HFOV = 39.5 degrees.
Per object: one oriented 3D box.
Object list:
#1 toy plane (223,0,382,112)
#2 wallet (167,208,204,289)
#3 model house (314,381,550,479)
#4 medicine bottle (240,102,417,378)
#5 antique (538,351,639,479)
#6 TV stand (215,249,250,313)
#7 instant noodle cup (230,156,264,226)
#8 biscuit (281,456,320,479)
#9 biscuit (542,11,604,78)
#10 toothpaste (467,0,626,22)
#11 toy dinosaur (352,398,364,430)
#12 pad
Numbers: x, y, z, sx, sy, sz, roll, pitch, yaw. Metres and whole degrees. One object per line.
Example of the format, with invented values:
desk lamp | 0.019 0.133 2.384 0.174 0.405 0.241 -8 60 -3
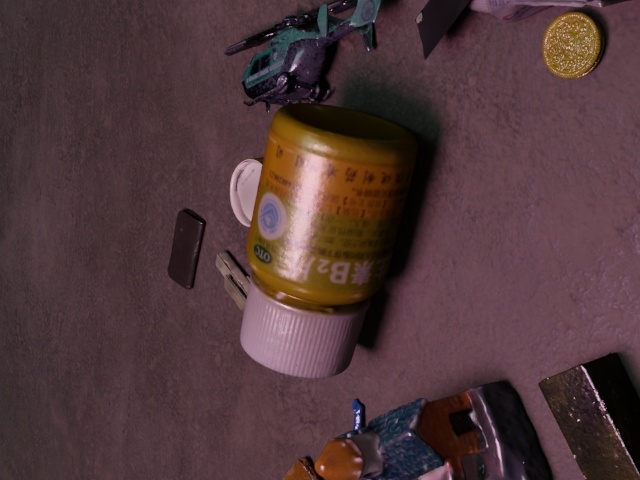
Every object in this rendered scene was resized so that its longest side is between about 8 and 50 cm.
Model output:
toy plane | -0.028 -0.310 1.450 0.381 0.106 0.155 -17 71 51
wallet | -0.274 0.017 1.806 0.082 0.018 0.157 31 117 39
model house | 0.119 0.334 1.246 0.271 0.301 0.190 -36 62 43
medicine bottle | 0.000 0.000 1.366 0.224 0.224 0.384 31 117 40
antique | 0.370 0.260 1.119 0.081 0.080 0.221 -37 70 44
TV stand | -0.129 0.112 1.652 0.249 0.042 0.036 49 148 33
instant noodle cup | -0.071 -0.081 1.505 0.151 0.122 0.151 5 97 45
biscuit | 0.003 0.507 1.576 0.231 0.025 0.131 53 130 26
biscuit | 0.323 -0.249 1.138 0.084 0.023 0.084 6 98 45
toothpaste | 0.285 -0.305 1.113 0.282 0.099 0.068 27 157 55
toy dinosaur | 0.074 0.437 1.460 0.144 0.076 0.329 -42 55 34
pad | 0.191 -0.353 1.233 0.193 0.004 0.116 -51 28 37
